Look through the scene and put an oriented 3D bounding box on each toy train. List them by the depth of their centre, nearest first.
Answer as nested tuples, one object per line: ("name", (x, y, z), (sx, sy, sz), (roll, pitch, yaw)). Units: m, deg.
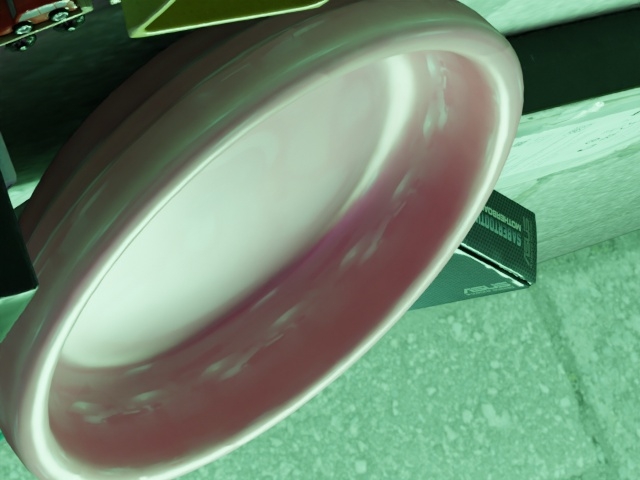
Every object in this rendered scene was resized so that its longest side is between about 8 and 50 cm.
("toy train", (-0.115, -0.098, 0.764), (0.158, 0.027, 0.036), (-20, 162, 1))

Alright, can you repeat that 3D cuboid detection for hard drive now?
("hard drive", (0.147, -0.091, 1.351), (0.339, 0.064, 0.237), (-14, 170, -32))

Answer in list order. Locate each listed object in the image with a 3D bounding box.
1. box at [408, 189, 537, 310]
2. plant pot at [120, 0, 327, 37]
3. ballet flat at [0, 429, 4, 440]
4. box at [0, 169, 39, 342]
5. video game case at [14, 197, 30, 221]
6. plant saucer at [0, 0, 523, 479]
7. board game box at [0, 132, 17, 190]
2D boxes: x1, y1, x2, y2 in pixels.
("box", (0.000, 0.000, 1.251), (0.233, 0.059, 0.183), (-14, 153, 35))
("plant pot", (-0.024, -0.123, 0.599), (0.081, 0.083, 0.081), (-14, 170, -36))
("ballet flat", (-0.277, 0.079, 1.276), (0.342, 0.116, 0.124), (-20, -147, 53))
("box", (-0.169, -0.028, 0.519), (0.103, 0.184, 0.261), (-20, 173, -21))
("video game case", (-0.179, 0.014, 1.042), (0.285, 0.025, 0.204), (-36, 180, -16))
("plant saucer", (-0.041, -0.008, 0.987), (0.332, 0.084, 0.332), (-34, 154, -19))
("board game box", (-0.348, 0.027, 0.889), (0.319, 0.066, 0.318), (-15, 171, -34))
